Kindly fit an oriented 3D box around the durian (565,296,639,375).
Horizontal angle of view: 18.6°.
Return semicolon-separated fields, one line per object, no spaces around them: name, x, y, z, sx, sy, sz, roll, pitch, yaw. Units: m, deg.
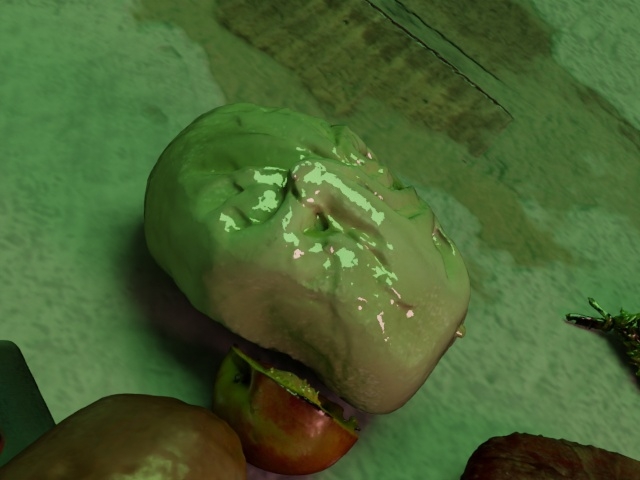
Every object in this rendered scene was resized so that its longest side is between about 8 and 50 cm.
durian;0.292;0.094;1.486;0.215;0.086;0.100;22;3;-23

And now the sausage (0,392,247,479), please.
sausage;-0.138;0.165;0.942;0.113;0.113;0.259;43;52;12

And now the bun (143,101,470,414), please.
bun;0.000;0.000;1.249;0.229;0.145;0.229;31;20;-13

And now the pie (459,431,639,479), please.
pie;0.177;0.198;1.226;0.204;0.054;0.218;20;24;-10

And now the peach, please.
peach;-0.027;0.109;1.191;0.098;0.061;0.098;36;-1;1

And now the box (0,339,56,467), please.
box;-0.242;0.110;1.002;0.224;0.069;0.120;-2;48;-42
